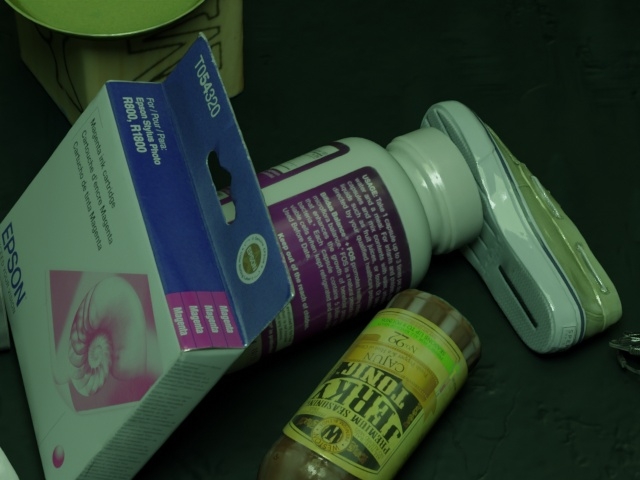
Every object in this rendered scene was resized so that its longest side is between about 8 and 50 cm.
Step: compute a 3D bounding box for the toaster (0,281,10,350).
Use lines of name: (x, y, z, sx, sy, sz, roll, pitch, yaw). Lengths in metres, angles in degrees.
toaster: (-0.369, 0.021, 1.710, 0.110, 0.168, 0.186, -12, 53, -12)

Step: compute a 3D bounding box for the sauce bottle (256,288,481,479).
sauce bottle: (0.020, 0.192, 1.624, 0.111, 0.111, 0.344, 27, 56, 18)

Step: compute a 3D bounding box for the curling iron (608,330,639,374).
curling iron: (0.416, 0.090, 1.756, 0.274, 0.035, 0.068, -9, 22, -12)

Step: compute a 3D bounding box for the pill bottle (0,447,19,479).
pill bottle: (-0.367, 0.255, 1.559, 0.208, 0.117, 0.117, -29, 58, -23)

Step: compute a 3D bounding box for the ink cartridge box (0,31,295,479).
ink cartridge box: (-0.178, 0.023, 1.631, 0.071, 0.330, 0.324, 12, 43, -36)

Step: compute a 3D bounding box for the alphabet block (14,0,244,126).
alphabet block: (-0.207, -0.245, 1.905, 0.193, 0.197, 0.192, -28, 58, -22)

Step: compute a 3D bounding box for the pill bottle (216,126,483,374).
pill bottle: (0.000, 0.000, 1.737, 0.301, 0.169, 0.169, -23, 56, -18)

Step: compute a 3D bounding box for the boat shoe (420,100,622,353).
boat shoe: (0.197, -0.016, 1.811, 0.094, 0.109, 0.302, -11, 61, -29)

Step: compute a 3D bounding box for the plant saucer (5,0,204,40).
plant saucer: (-0.210, -0.278, 1.782, 0.241, 0.037, 0.241, 1, 51, -1)
